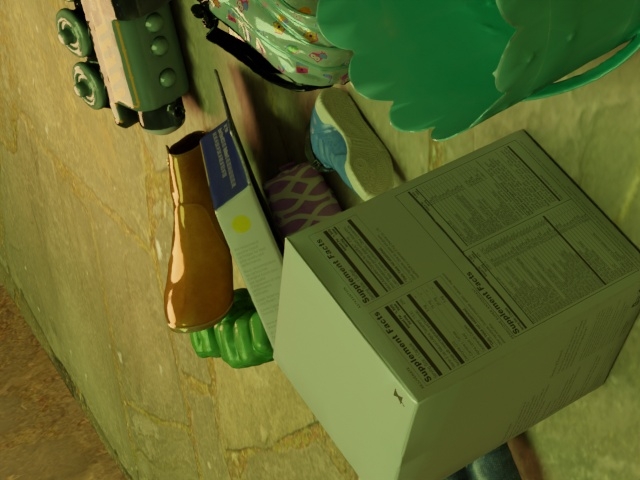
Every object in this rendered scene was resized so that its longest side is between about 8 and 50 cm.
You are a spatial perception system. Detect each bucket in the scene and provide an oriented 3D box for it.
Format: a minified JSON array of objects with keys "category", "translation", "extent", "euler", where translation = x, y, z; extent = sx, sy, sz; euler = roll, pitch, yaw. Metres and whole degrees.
[{"category":"bucket","translation":[0.123,-0.228,0.994],"extent":[0.281,0.183,0.281],"euler":[48,153,35]}]

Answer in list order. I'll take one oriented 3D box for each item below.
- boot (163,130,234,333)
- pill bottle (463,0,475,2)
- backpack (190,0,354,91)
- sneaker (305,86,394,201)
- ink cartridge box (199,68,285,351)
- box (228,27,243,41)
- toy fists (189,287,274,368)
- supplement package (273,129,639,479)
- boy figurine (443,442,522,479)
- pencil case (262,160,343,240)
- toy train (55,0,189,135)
[{"category":"boot","translation":[-0.184,-0.021,1.846],"extent":[0.295,0.104,0.211],"euler":[-85,-13,-62]},{"category":"pill bottle","translation":[0.116,-0.223,1.164],"extent":[0.116,0.065,0.065],"euler":[66,157,-4]},{"category":"backpack","translation":[-0.028,-0.241,1.370],"extent":[0.182,0.152,0.115],"euler":[46,148,25]},{"category":"sneaker","translation":[0.030,-0.092,1.492],"extent":[0.152,0.058,0.084],"euler":[61,152,20]},{"category":"ink cartridge box","translation":[-0.097,-0.035,1.672],"extent":[0.303,0.072,0.307],"euler":[-111,-2,-68]},{"category":"box","translation":[-0.074,-0.263,1.554],"extent":[0.062,0.052,0.083],"euler":[49,152,34]},{"category":"toy fists","translation":[-0.105,0.120,1.899],"extent":[0.279,0.142,0.096],"euler":[7,120,63]},{"category":"supplement package","translation":[0.122,0.070,1.196],"extent":[0.198,0.263,0.199],"euler":[52,154,28]},{"category":"boy figurine","translation":[0.193,0.346,1.462],"extent":[0.092,0.177,0.285],"euler":[-23,-78,-80]},{"category":"pencil case","translation":[0.000,0.000,1.634],"extent":[0.088,0.086,0.206],"euler":[-48,-63,-78]},{"category":"toy train","translation":[-0.282,-0.303,1.869],"extent":[0.190,0.142,0.333],"euler":[27,138,42]}]
